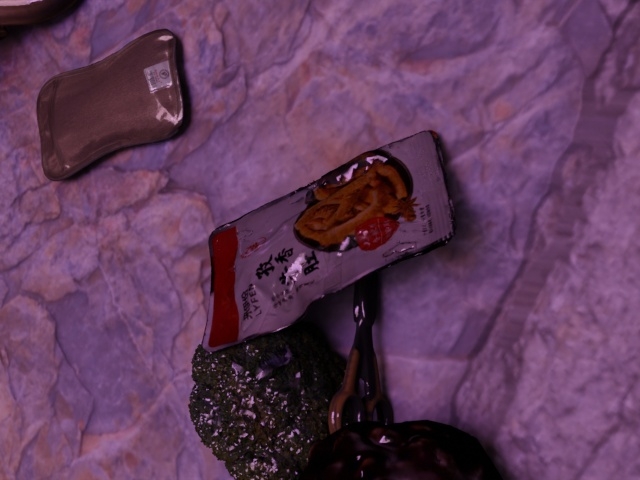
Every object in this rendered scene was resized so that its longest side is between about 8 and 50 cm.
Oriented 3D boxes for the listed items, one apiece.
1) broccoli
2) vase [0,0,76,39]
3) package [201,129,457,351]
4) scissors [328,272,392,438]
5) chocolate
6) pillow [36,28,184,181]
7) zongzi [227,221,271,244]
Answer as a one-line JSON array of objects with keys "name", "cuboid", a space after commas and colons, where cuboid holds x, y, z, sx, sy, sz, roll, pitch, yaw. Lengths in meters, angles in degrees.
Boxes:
[{"name": "broccoli", "cuboid": [-0.041, 0.142, 0.672, 0.162, 0.146, 0.138, 61, 154, 32]}, {"name": "vase", "cuboid": [-0.417, -0.346, 0.892, 0.329, 0.241, 0.302, 2, 101, 4]}, {"name": "package", "cuboid": [0.000, 0.000, 0.658, 0.239, 0.030, 0.154, -27, 37, 21]}, {"name": "scissors", "cuboid": [0.038, 0.068, 0.672, 0.017, 0.088, 0.220, -8, 72, 35]}, {"name": "chocolate", "cuboid": [0.049, 0.256, 0.532, 0.206, 0.177, 0.224, -32, 91, 10]}, {"name": "pillow", "cuboid": [-0.238, -0.150, 0.860, 0.217, 0.033, 0.130, -17, 75, 28]}, {"name": "zongzi", "cuboid": [-0.049, -0.007, 0.745, 0.076, 0.040, 0.083, -37, 52, 16]}]
